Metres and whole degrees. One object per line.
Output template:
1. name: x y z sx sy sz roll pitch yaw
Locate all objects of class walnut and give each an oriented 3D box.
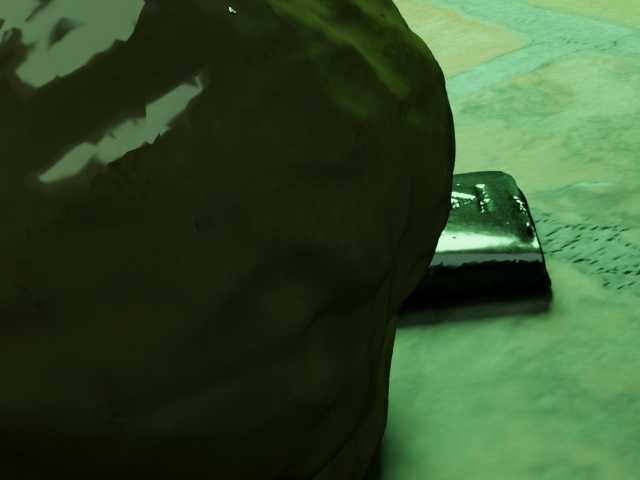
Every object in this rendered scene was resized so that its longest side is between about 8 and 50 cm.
1. walnut: -0.096 -0.006 0.592 0.383 0.383 0.383 -7 28 4

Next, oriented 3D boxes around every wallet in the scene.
1. wallet: 0.000 0.000 0.859 0.318 0.045 0.172 -5 29 4
